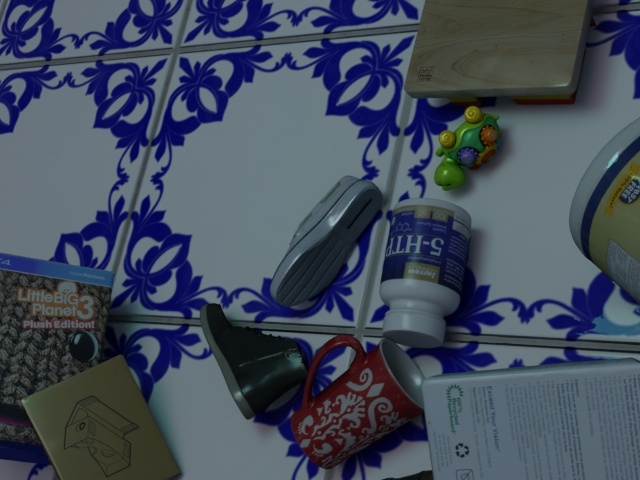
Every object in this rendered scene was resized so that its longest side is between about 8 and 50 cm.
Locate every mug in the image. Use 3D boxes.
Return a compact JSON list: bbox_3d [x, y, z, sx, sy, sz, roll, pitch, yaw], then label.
[{"bbox_3d":[0.042,0.211,1.660,0.169,0.113,0.150,-38,79,18],"label":"mug"}]

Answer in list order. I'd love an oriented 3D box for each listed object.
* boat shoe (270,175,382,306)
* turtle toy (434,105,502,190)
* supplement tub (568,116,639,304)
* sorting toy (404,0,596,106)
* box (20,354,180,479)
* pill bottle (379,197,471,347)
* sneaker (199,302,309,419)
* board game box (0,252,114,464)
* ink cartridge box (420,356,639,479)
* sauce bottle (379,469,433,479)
[{"bbox_3d":[0.000,0.000,1.824,0.226,0.083,0.076,-47,39,-9],"label":"boat shoe"},{"bbox_3d":[0.207,-0.128,1.741,0.130,0.095,0.066,-44,73,8],"label":"turtle toy"},{"bbox_3d":[0.467,0.012,1.410,0.228,0.228,0.316,-47,52,5],"label":"supplement tub"},{"bbox_3d":[0.277,-0.311,1.775,0.257,0.089,0.255,3,69,34],"label":"sorting toy"},{"bbox_3d":[-0.323,0.290,1.812,0.164,0.021,0.201,-24,78,-25],"label":"box"},{"bbox_3d":[0.140,0.046,1.679,0.112,0.112,0.186,-2,67,32],"label":"pill bottle"},{"bbox_3d":[-0.095,0.158,1.813,0.118,0.083,0.222,-28,46,-3],"label":"sneaker"},{"bbox_3d":[-0.459,0.185,1.904,0.141,0.232,0.291,128,149,-62],"label":"board game box"},{"bbox_3d":[0.294,0.299,1.381,0.330,0.071,0.324,-7,90,22],"label":"ink cartridge box"},{"bbox_3d":[0.225,0.292,1.507,0.344,0.111,0.111,-18,59,23],"label":"sauce bottle"}]
